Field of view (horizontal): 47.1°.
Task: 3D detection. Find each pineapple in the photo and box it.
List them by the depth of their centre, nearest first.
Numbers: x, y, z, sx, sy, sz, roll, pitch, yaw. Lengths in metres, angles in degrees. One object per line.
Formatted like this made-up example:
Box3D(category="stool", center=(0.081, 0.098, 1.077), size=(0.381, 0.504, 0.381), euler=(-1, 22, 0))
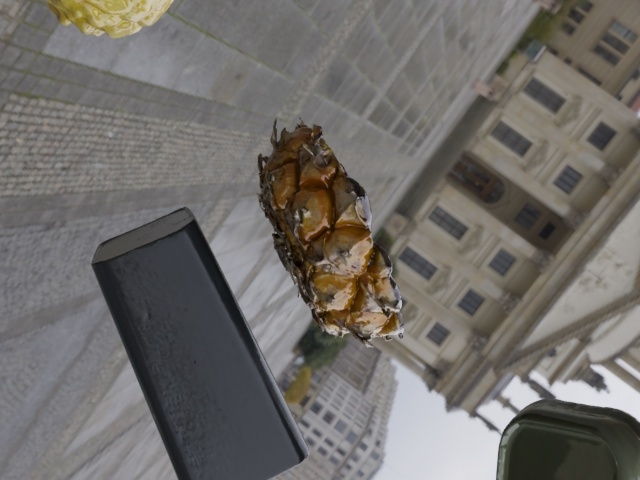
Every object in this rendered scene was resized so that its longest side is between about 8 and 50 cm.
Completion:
Box3D(category="pineapple", center=(0.000, 0.000, 0.623), size=(0.076, 0.225, 0.225), euler=(-24, 170, -7))

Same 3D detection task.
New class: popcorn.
Box3D(category="popcorn", center=(-0.199, -0.279, 0.666), size=(0.180, 0.180, 0.170), euler=(-49, 170, -43))

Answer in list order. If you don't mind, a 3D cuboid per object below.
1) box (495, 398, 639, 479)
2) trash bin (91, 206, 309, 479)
Box3D(category="box", center=(0.231, 0.268, 0.560), size=(0.138, 0.178, 0.275), euler=(-5, -106, 60))
Box3D(category="trash bin", center=(-0.117, 0.096, 0.668), size=(0.114, 0.226, 0.165), euler=(-25, -168, -9))
